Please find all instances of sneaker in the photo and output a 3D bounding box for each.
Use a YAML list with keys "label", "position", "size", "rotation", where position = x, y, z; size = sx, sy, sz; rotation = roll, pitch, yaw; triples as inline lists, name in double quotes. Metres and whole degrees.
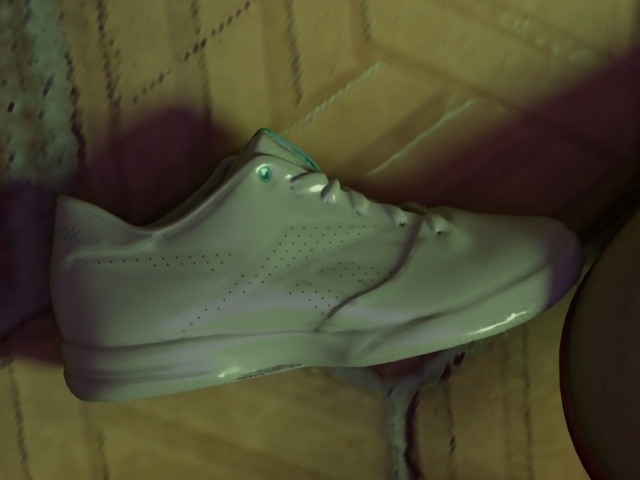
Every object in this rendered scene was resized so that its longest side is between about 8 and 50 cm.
- label: "sneaker"
  position: [0.000, 0.000, 0.620]
  size: [0.212, 0.080, 0.094]
  rotation: [-10, 96, -11]

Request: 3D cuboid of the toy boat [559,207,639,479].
- label: "toy boat"
  position: [0.201, 0.036, 0.655]
  size: [0.231, 0.151, 0.151]
  rotation: [-44, 153, -18]
